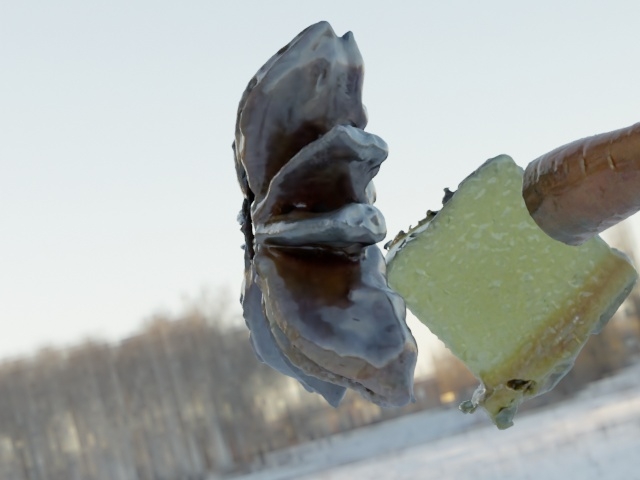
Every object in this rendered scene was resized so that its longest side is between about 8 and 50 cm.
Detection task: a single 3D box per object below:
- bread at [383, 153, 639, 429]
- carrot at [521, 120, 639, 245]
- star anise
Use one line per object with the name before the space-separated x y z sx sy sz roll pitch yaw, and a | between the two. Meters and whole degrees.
bread | 0.123 0.029 1.178 0.152 0.147 0.127 -44 5 8
carrot | 0.206 -0.060 0.894 0.057 0.057 0.224 -7 -15 -46
star anise | 0.000 0.000 0.988 0.093 0.236 0.229 -7 -49 -12
